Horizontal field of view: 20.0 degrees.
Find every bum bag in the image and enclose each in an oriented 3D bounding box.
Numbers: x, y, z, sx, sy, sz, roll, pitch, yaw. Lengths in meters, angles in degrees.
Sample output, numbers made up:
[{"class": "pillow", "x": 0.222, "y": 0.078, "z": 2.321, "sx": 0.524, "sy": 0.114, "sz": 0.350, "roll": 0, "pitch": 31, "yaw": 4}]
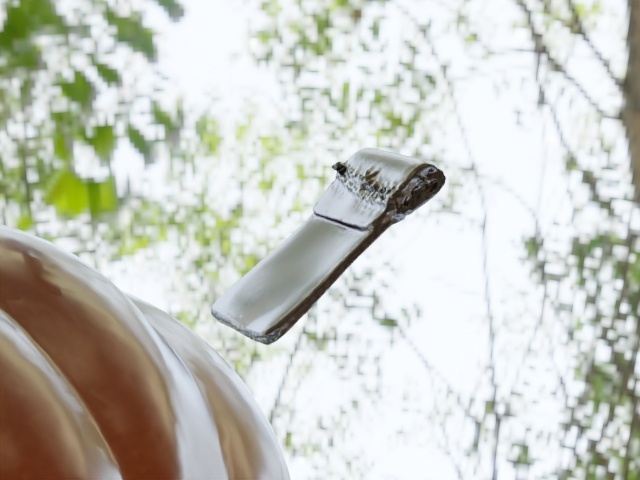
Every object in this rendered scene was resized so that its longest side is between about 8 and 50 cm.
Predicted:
[{"class": "bum bag", "x": 0.000, "y": 0.000, "z": 1.152, "sx": 0.159, "sy": 0.026, "sz": 0.109, "roll": -44, "pitch": -157, "yaw": -13}]

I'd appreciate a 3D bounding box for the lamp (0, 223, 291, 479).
[{"class": "lamp", "x": -0.087, "y": 0.105, "z": 0.366, "sx": 0.197, "sy": 0.223, "sz": 0.223, "roll": 2, "pitch": -144, "yaw": 33}]
